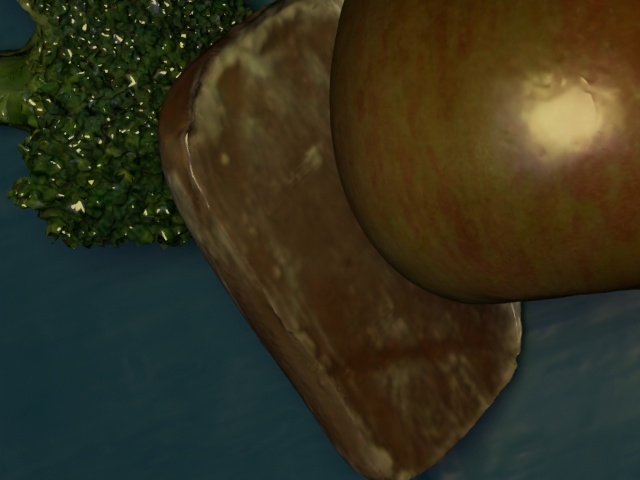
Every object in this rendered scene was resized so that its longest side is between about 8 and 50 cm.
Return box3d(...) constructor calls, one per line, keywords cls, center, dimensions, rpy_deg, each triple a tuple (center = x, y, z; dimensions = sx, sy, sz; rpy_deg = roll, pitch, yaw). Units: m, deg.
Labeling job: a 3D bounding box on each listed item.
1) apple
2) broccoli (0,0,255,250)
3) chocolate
box3d(cls="apple", center=(0.129, -0.086, 0.950), dimensions=(0.257, 0.257, 0.234), rpy_deg=(-2, 89, 17))
box3d(cls="broccoli", center=(-0.137, -0.092, 1.095), dimensions=(0.194, 0.194, 0.220), rpy_deg=(-15, 114, 18))
box3d(cls="chocolate", center=(0.000, -0.001, 1.049), dimensions=(0.080, 0.157, 0.254), rpy_deg=(-14, 113, 51))
